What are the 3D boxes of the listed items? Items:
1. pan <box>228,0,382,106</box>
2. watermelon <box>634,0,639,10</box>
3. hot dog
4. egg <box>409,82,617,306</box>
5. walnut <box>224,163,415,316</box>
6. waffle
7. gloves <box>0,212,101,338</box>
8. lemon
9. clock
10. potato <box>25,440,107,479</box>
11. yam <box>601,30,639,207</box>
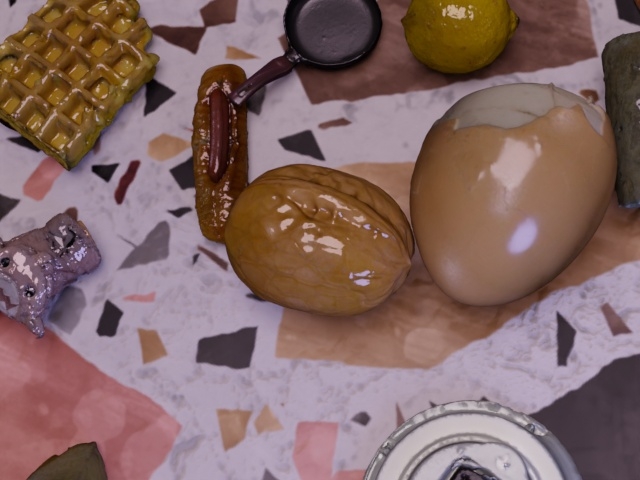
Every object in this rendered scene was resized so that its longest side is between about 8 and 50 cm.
[{"bbox_3d":[-0.021,-0.215,1.650,0.212,0.040,0.115,-42,73,-14],"label":"pan"},{"bbox_3d":[0.433,-0.250,1.599,0.119,0.063,0.245,-39,72,8],"label":"watermelon"},{"bbox_3d":[-0.114,-0.101,1.624,0.066,0.047,0.216,-2,72,10],"label":"hot dog"},{"bbox_3d":[0.192,-0.048,1.488,0.201,0.201,0.244,22,87,14],"label":"egg"},{"bbox_3d":[0.000,0.000,1.522,0.206,0.159,0.159,17,75,18],"label":"walnut"},{"bbox_3d":[-0.280,-0.203,1.669,0.160,0.055,0.211,36,74,15],"label":"waffle"},{"bbox_3d":[-0.314,0.029,1.588,0.110,0.094,0.144,34,71,5],"label":"gloves"},{"bbox_3d":[0.154,-0.238,1.600,0.133,0.109,0.109,0,72,-1],"label":"lemon"},{"bbox_3d":[0.153,0.275,1.466,0.236,0.053,0.237,-3,72,8],"label":"clock"},{"bbox_3d":[-0.272,0.314,1.401,0.112,0.255,0.269,-15,71,1],"label":"potato"},{"bbox_3d":[0.357,-0.120,1.537,0.107,0.107,0.194,-3,73,7],"label":"yam"}]
